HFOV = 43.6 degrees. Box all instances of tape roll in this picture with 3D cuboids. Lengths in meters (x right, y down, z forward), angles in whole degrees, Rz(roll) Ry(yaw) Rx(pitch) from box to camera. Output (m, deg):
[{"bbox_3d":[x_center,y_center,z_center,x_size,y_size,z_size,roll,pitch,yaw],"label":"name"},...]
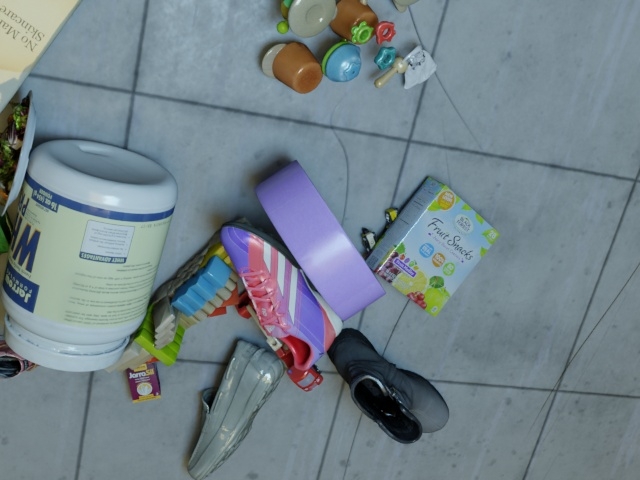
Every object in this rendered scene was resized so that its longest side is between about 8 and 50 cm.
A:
[{"bbox_3d":[0.000,0.000,1.358,0.090,0.274,0.274,-33,116,3],"label":"tape roll"}]

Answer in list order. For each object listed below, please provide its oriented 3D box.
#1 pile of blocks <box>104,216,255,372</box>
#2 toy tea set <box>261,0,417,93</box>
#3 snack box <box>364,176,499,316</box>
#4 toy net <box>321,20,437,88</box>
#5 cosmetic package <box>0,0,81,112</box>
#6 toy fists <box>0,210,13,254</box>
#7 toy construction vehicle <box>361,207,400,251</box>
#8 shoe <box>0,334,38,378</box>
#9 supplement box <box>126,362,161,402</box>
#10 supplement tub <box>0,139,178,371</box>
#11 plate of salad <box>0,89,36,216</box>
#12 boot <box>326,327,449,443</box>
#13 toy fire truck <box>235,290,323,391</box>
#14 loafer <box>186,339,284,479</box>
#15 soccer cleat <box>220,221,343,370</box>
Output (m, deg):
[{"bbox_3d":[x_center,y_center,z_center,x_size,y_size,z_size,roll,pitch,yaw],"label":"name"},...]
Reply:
[{"bbox_3d":[-0.223,0.125,1.426,0.362,0.149,0.113,-44,115,6],"label":"pile of blocks"},{"bbox_3d":[0.018,-0.402,1.305,0.336,0.124,0.200,-42,145,2],"label":"toy tea set"},{"bbox_3d":[0.210,0.014,1.510,0.175,0.070,0.207,36,91,-30],"label":"snack box"},{"bbox_3d":[0.112,-0.315,1.343,0.232,0.045,0.122,-8,132,-41],"label":"toy net"},{"bbox_3d":[-0.462,-0.350,1.187,0.160,0.113,0.309,34,100,-24],"label":"cosmetic package"},{"bbox_3d":[-0.603,-0.071,1.279,0.142,0.096,0.279,-16,117,-6],"label":"toy fists"},{"bbox_3d":[0.120,-0.007,1.524,0.086,0.035,0.098,-29,119,-13],"label":"toy construction vehicle"},{"bbox_3d":[-0.514,0.209,1.426,0.178,0.081,0.063,2,112,-15],"label":"shoe"},{"bbox_3d":[-0.335,0.259,1.513,0.055,0.043,0.083,-10,114,-8],"label":"supplement box"},{"bbox_3d":[-0.380,0.023,1.295,0.236,0.235,0.324,13,108,-19],"label":"supplement tub"},{"bbox_3d":[-0.476,-0.136,1.223,0.048,0.200,0.199,13,109,-25],"label":"plate of salad"},{"bbox_3d":[0.152,0.330,1.564,0.338,0.222,0.118,36,99,-24],"label":"boot"},{"bbox_3d":[-0.078,0.187,1.495,0.047,0.192,0.135,-39,144,5],"label":"toy fire truck"},{"bbox_3d":[-0.184,0.333,1.561,0.111,0.112,0.319,36,108,13],"label":"loafer"},{"bbox_3d":[-0.076,0.096,1.370,0.318,0.109,0.116,52,58,-34],"label":"soccer cleat"}]
